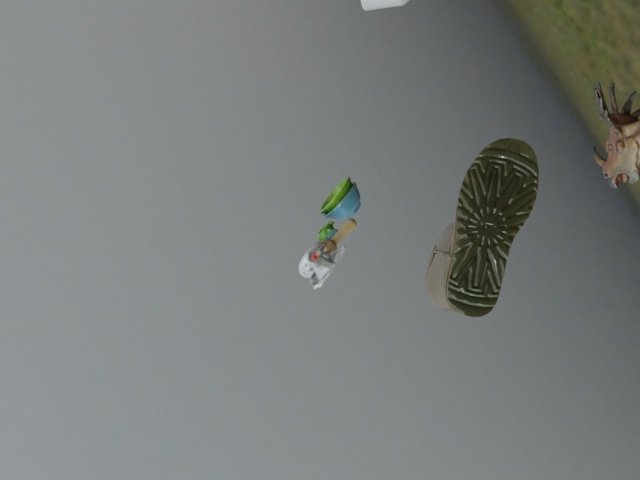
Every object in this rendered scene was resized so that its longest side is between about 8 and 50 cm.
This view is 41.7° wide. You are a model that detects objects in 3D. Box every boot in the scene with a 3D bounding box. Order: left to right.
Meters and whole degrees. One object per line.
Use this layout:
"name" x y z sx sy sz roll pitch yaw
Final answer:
"boot" 0.202 -0.012 1.137 0.089 0.236 0.269 20 -179 2

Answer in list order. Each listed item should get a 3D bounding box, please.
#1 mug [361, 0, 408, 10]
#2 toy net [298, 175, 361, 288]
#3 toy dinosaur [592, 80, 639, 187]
"mug" 0.091 -0.352 1.155 0.078 0.064 0.062 61 -142 -62
"toy net" 0.000 0.000 1.194 0.045 0.122 0.232 41 -149 -10
"toy dinosaur" 0.495 -0.229 1.188 0.127 0.295 0.200 44 158 -22
